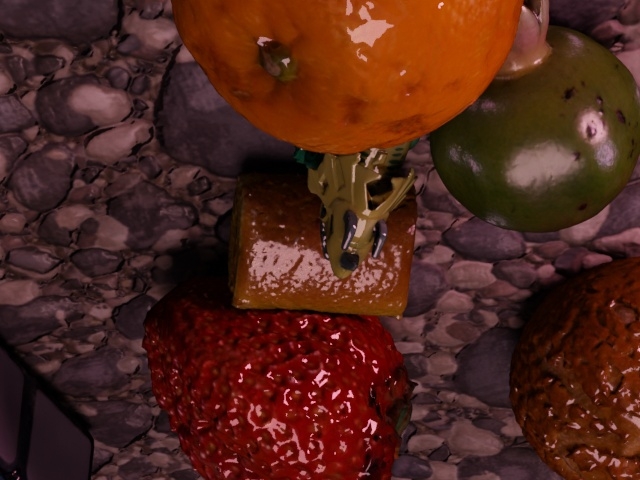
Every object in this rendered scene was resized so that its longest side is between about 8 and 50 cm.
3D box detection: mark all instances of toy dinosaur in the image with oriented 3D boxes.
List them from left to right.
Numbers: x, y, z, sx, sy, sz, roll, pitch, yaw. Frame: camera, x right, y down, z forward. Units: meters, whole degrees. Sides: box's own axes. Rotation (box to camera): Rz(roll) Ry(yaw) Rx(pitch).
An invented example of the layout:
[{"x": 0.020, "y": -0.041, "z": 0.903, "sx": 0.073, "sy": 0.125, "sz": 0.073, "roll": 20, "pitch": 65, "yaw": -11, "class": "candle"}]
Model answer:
[{"x": 0.049, "y": -0.103, "z": 1.192, "sx": 0.094, "sy": 0.153, "sz": 0.259, "roll": 13, "pitch": 113, "yaw": -22, "class": "toy dinosaur"}]

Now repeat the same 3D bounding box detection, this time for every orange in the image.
[{"x": 0.018, "y": -0.192, "z": 1.011, "sx": 0.261, "sy": 0.261, "sz": 0.261, "roll": -2, "pitch": 139, "yaw": -2, "class": "orange"}]

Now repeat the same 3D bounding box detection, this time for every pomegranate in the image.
[{"x": 0.173, "y": -0.117, "z": 1.162, "sx": 0.187, "sy": 0.187, "sz": 0.225, "roll": -15, "pitch": 128, "yaw": 12, "class": "pomegranate"}]

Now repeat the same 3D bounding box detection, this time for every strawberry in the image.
[{"x": -0.046, "y": 0.142, "z": 1.397, "sx": 0.288, "sy": 0.239, "sz": 0.250, "roll": 35, "pitch": 139, "yaw": -3, "class": "strawberry"}]

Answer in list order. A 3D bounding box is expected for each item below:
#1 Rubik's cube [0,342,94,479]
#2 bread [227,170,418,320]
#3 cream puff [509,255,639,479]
[{"x": -0.452, "y": 0.295, "z": 1.476, "sx": 0.316, "sy": 0.318, "sz": 0.313, "roll": -16, "pitch": 137, "yaw": 16, "class": "Rubik's cube"}, {"x": 0.000, "y": 0.000, "z": 1.322, "sx": 0.172, "sy": 0.103, "sz": 0.132, "roll": 3, "pitch": 110, "yaw": -9, "class": "bread"}, {"x": 0.341, "y": 0.162, "z": 1.460, "sx": 0.303, "sy": 0.212, "sz": 0.303, "roll": 1, "pitch": 135, "yaw": 1, "class": "cream puff"}]
